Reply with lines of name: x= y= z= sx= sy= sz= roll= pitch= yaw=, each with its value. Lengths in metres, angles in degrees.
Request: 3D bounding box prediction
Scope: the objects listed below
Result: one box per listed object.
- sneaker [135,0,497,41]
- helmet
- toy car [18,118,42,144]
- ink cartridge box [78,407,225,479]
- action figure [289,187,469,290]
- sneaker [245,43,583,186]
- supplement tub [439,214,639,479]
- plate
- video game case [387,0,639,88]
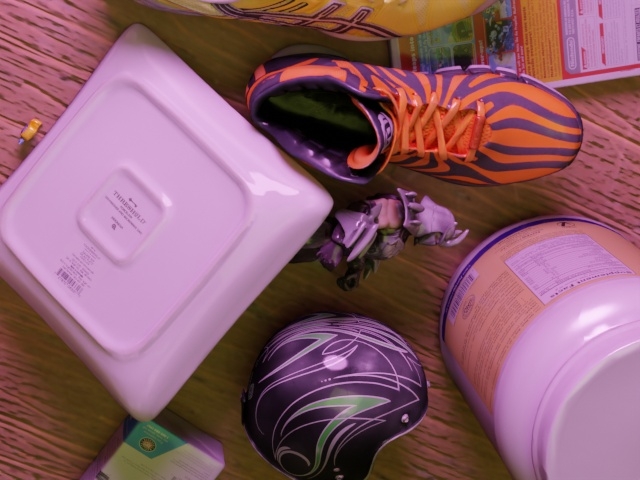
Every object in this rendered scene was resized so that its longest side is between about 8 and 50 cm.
sneaker: x=-0.008 y=-0.242 z=1.117 sx=0.385 sy=0.147 sz=0.145 roll=-2 pitch=105 yaw=-1
helmet: x=0.017 y=0.148 z=1.241 sx=0.169 sy=0.169 sz=0.161 roll=26 pitch=117 yaw=-14
toy car: x=-0.330 y=-0.097 z=1.182 sx=0.122 sy=0.040 sz=0.060 roll=-30 pitch=108 yaw=2
ink cartridge box: x=-0.194 y=0.264 z=1.295 sx=0.104 sy=0.060 sz=0.180 roll=36 pitch=98 yaw=-17
action figure: x=0.000 y=0.000 z=1.202 sx=0.285 sy=0.185 sz=0.099 roll=-4 pitch=72 yaw=7
sneaker: x=0.086 y=-0.096 z=1.142 sx=0.321 sy=0.180 sz=0.124 roll=7 pitch=108 yaw=2
supplement tub: x=0.260 y=0.125 z=1.178 sx=0.241 sy=0.331 sz=0.241 roll=-2 pitch=106 yaw=-8
plate: x=-0.173 y=-0.021 z=1.150 sx=0.277 sy=0.045 sz=0.278 roll=43 pitch=98 yaw=17
video game case: x=0.202 y=-0.247 z=1.224 sx=0.285 sy=0.025 sz=0.204 roll=-9 pitch=107 yaw=-6
